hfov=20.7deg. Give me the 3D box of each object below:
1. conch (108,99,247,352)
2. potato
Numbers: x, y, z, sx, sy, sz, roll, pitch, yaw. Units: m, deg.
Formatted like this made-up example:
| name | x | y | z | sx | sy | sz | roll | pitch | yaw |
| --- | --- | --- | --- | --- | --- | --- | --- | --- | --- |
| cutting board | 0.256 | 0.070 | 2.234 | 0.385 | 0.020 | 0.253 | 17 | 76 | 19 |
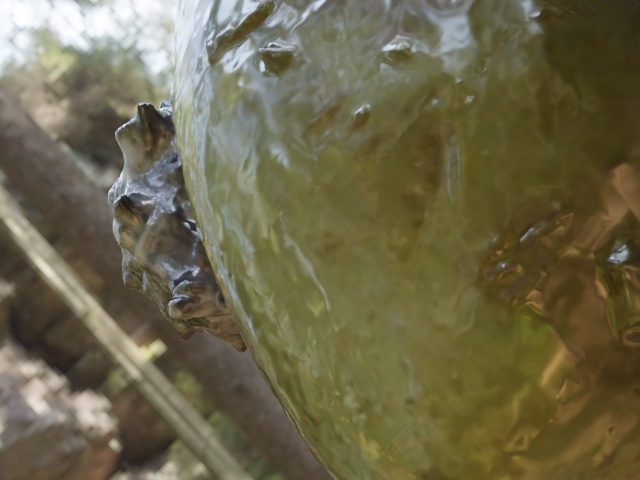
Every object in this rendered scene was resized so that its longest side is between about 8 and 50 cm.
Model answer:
| name | x | y | z | sx | sy | sz | roll | pitch | yaw |
| --- | --- | --- | --- | --- | --- | --- | --- | --- | --- |
| conch | -0.011 | 0.007 | 1.126 | 0.186 | 0.313 | 0.240 | -23 | 14 | 43 |
| potato | 0.059 | -0.047 | 0.535 | 0.210 | 0.307 | 0.173 | 20 | -43 | -24 |
